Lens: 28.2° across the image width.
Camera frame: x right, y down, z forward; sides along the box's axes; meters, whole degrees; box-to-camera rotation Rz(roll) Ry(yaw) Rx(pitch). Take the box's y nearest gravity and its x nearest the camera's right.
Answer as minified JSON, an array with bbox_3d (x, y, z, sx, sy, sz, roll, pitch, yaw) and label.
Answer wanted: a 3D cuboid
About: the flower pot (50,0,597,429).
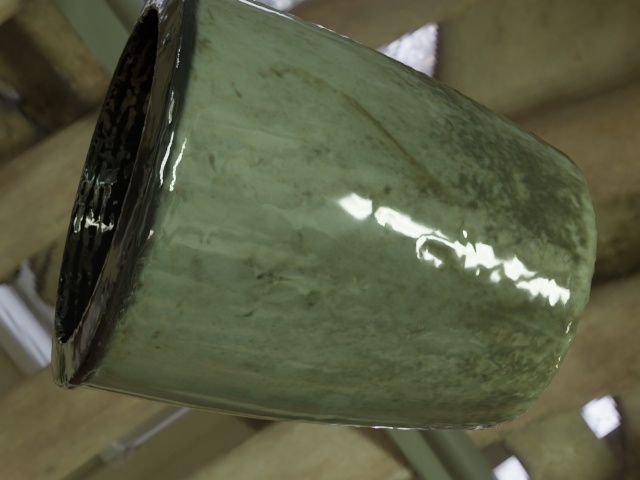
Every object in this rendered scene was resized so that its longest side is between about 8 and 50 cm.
[{"bbox_3d":[0.000,0.000,0.911,0.330,0.293,0.293,17,13,-18],"label":"flower pot"}]
